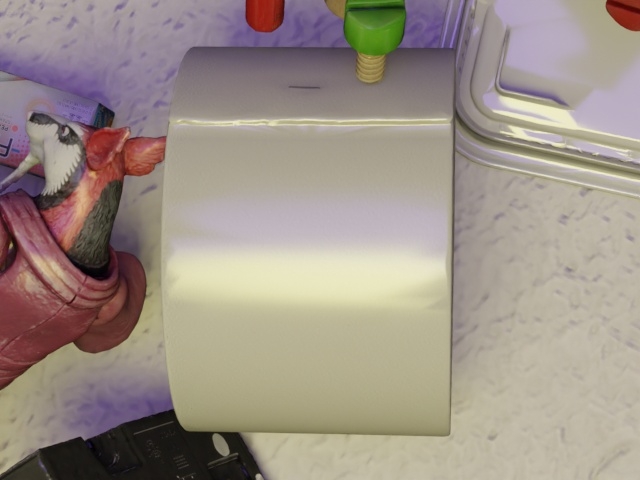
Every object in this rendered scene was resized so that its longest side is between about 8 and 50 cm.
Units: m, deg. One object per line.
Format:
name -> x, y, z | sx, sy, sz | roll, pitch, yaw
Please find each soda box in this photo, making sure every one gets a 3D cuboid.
soda box -> -0.239, -0.091, 1.247 | 0.183, 0.058, 0.063 | 18, 89, 4

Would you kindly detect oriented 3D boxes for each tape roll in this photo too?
tape roll -> 0.000, 0.000, 1.132 | 0.169, 0.246, 0.246 | 0, 87, 5

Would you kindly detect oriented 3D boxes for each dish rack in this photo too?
dish rack -> 0.255, -0.165, 1.208 | 0.333, 0.072, 0.285 | 12, 89, 6

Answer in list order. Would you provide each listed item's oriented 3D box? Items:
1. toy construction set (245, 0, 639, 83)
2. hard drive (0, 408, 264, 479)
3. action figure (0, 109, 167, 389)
toy construction set -> 0.097, -0.250, 1.016 | 0.309, 0.237, 0.257 | -30, 62, -21
hard drive -> -0.054, 0.269, 1.114 | 0.064, 0.237, 0.339 | -35, 80, 21
action figure -> -0.233, 0.053, 1.114 | 0.370, 0.248, 0.276 | -40, 41, 28
